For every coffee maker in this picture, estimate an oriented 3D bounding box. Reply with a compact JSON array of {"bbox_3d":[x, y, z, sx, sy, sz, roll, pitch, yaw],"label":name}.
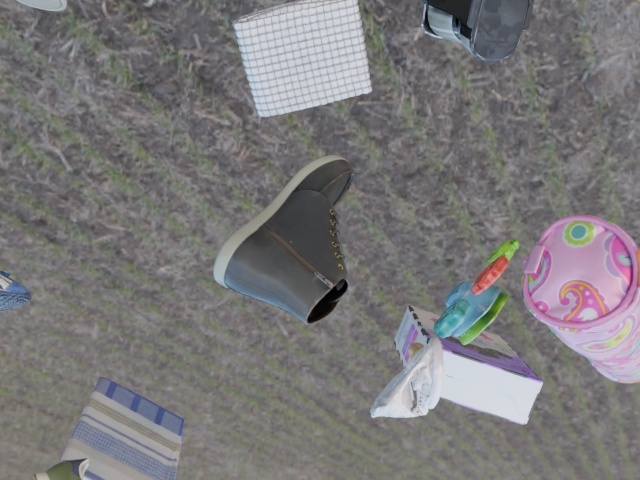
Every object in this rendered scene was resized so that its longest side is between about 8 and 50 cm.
[{"bbox_3d":[0.236,-0.380,1.128,0.120,0.178,0.171,-24,121,-8],"label":"coffee maker"}]

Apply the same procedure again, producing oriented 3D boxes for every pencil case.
[{"bbox_3d":[0.305,0.073,0.781,0.124,0.124,0.284,-14,155,27],"label":"pencil case"}]

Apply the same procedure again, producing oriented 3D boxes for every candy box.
[{"bbox_3d":[0.206,0.175,1.061,0.165,0.070,0.196,18,-170,-6],"label":"candy box"}]

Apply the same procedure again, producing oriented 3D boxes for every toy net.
[{"bbox_3d":[0.123,0.087,0.650,0.045,0.232,0.122,43,131,4],"label":"toy net"}]

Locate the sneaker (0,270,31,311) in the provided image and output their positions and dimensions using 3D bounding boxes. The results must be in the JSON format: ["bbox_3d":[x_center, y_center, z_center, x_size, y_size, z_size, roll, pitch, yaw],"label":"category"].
[{"bbox_3d":[-0.403,0.049,0.871,0.053,0.059,0.144,-28,158,7],"label":"sneaker"}]

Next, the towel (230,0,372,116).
[{"bbox_3d":[-0.040,-0.431,1.670,0.284,0.121,0.234,-16,114,-4],"label":"towel"}]

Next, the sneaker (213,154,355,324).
[{"bbox_3d":[0.000,0.000,0.769,0.118,0.222,0.083,29,141,17],"label":"sneaker"}]

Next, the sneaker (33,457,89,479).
[{"bbox_3d":[-0.321,0.386,1.006,0.086,0.192,0.064,-22,151,-31],"label":"sneaker"}]

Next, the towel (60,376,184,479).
[{"bbox_3d":[-0.355,0.381,1.340,0.209,0.285,0.034,33,108,-15],"label":"towel"}]

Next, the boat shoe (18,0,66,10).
[{"bbox_3d":[-0.371,-0.392,0.912,0.112,0.095,0.335,6,176,-14],"label":"boat shoe"}]
